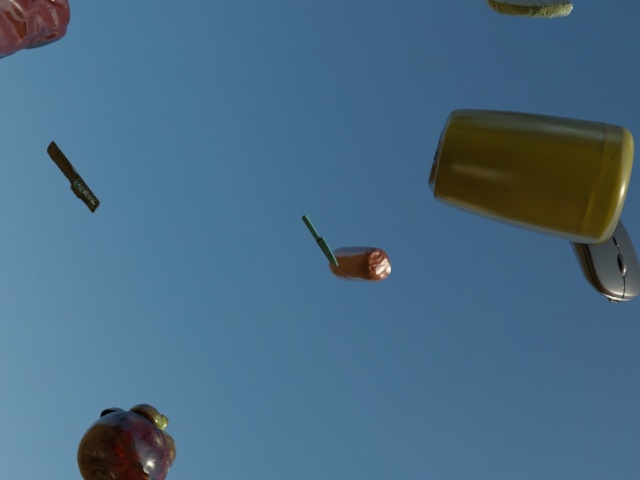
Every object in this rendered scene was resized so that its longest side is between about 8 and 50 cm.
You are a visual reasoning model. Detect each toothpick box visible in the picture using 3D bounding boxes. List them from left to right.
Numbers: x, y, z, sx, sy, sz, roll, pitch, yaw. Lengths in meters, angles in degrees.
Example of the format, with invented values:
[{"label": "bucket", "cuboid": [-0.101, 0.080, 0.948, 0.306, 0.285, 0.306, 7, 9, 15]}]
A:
[{"label": "toothpick box", "cuboid": [0.296, -0.102, 1.181, 0.272, 0.175, 0.175, 12, -56, 11]}]

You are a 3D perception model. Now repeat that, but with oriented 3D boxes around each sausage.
[{"label": "sausage", "cuboid": [0.065, 0.041, 1.406, 0.154, 0.062, 0.062, -3, -68, 64]}]

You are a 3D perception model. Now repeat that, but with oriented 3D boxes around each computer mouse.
[{"label": "computer mouse", "cuboid": [0.448, -0.009, 1.318, 0.057, 0.120, 0.232, -51, -140, 43]}]

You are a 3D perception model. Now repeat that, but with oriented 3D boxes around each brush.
[{"label": "brush", "cuboid": [-0.537, -0.136, 1.741, 0.190, 0.028, 0.034, 51, -62, 16]}]

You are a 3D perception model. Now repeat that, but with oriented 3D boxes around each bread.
[{"label": "bread", "cuboid": [0.334, -0.402, 1.378, 0.193, 0.112, 0.036, -111, -166, -61]}]

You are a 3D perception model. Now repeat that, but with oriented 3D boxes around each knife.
[{"label": "knife", "cuboid": [0.000, 0.000, 1.215, 0.014, 0.005, 0.091, -32, -91, 24]}]

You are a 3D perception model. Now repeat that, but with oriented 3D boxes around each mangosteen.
[{"label": "mangosteen", "cuboid": [-0.301, 0.327, 1.312, 0.156, 0.181, 0.145, 41, -39, 3]}]

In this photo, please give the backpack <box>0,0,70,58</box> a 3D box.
[{"label": "backpack", "cuboid": [-0.445, -0.328, 1.040, 0.229, 0.229, 0.138, 42, -42, 17]}]
